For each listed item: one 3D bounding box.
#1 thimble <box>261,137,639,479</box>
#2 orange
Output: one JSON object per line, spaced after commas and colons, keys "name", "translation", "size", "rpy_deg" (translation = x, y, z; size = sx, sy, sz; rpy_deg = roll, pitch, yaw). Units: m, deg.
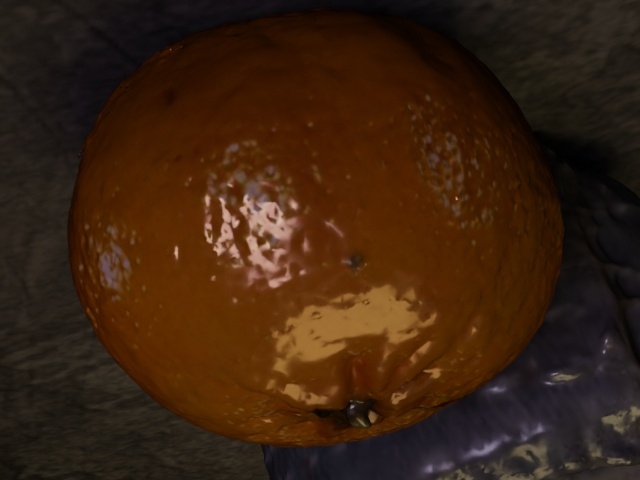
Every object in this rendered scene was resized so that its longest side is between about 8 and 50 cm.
{"name": "thimble", "translation": [0.075, 0.069, 0.794], "size": [0.205, 0.172, 0.236], "rpy_deg": [2, 154, -40]}
{"name": "orange", "translation": [0.000, 0.000, 0.600], "size": [0.193, 0.161, 0.193], "rpy_deg": [-12, 161, -4]}
